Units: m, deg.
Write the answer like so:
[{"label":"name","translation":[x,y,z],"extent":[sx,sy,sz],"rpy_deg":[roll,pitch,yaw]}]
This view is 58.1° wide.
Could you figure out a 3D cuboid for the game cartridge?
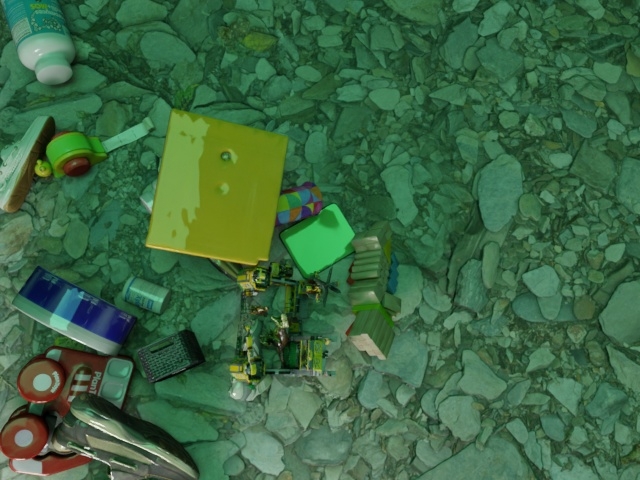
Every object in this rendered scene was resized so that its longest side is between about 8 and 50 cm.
[{"label":"game cartridge","translation":[-0.237,-0.118,1.346],"extent":[0.285,0.052,0.324],"rpy_deg":[11,84,-16]}]

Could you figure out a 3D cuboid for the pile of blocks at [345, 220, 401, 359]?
[{"label":"pile of blocks","translation":[0.131,0.129,1.521],"extent":[0.112,0.149,0.363],"rpy_deg":[-10,63,37]}]

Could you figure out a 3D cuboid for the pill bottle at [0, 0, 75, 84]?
[{"label":"pill bottle","translation":[-0.759,-0.562,1.565],"extent":[0.146,0.146,0.264],"rpy_deg":[-21,81,-8]}]

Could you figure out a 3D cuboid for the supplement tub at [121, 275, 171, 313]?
[{"label":"supplement tub","translation":[-0.447,0.140,1.479],"extent":[0.107,0.071,0.071],"rpy_deg":[20,77,1]}]

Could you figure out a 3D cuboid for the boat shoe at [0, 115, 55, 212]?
[{"label":"boat shoe","translation":[-0.796,-0.216,1.514],"extent":[0.096,0.098,0.277],"rpy_deg":[22,79,0]}]

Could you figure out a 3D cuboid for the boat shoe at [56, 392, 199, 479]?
[{"label":"boat shoe","translation":[-0.449,0.492,1.347],"extent":[0.355,0.132,0.130],"rpy_deg":[39,83,-18]}]

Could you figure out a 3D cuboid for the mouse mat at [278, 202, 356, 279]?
[{"label":"mouse mat","translation":[0.000,0.000,1.575],"extent":[0.189,0.007,0.153],"rpy_deg":[-30,82,-11]}]

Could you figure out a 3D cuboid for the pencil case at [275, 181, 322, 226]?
[{"label":"pencil case","translation":[-0.105,-0.089,1.491],"extent":[0.236,0.104,0.105],"rpy_deg":[-15,78,-39]}]

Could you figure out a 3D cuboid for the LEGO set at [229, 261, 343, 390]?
[{"label":"LEGO set","translation":[-0.073,0.203,1.391],"extent":[0.254,0.192,0.332],"rpy_deg":[22,68,-37]}]

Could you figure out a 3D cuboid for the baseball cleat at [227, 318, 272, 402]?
[{"label":"baseball cleat","translation":[-0.165,0.309,1.475],"extent":[0.109,0.072,0.206],"rpy_deg":[21,79,-16]}]

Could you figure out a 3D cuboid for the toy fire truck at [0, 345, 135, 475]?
[{"label":"toy fire truck","translation":[-0.601,0.408,1.378],"extent":[0.253,0.169,0.303],"rpy_deg":[17,78,-20]}]

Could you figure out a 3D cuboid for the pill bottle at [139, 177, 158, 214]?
[{"label":"pill bottle","translation":[-0.345,-0.125,1.386],"extent":[0.169,0.094,0.094],"rpy_deg":[-38,83,-17]}]

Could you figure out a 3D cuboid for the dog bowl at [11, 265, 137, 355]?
[{"label":"dog bowl","translation":[-0.576,0.167,1.365],"extent":[0.264,0.265,0.104],"rpy_deg":[27,75,2]}]

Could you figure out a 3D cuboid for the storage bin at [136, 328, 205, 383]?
[{"label":"storage bin","translation":[-0.358,0.282,1.399],"extent":[0.121,0.180,0.085],"rpy_deg":[-23,82,-9]}]

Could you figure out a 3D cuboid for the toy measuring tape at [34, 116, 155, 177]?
[{"label":"toy measuring tape","translation":[-0.605,-0.258,1.529],"extent":[0.329,0.121,0.122],"rpy_deg":[-28,81,-9]}]

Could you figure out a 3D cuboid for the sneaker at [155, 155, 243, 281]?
[{"label":"sneaker","translation":[-0.267,-0.080,1.490],"extent":[0.182,0.158,0.411],"rpy_deg":[-30,83,-5]}]
